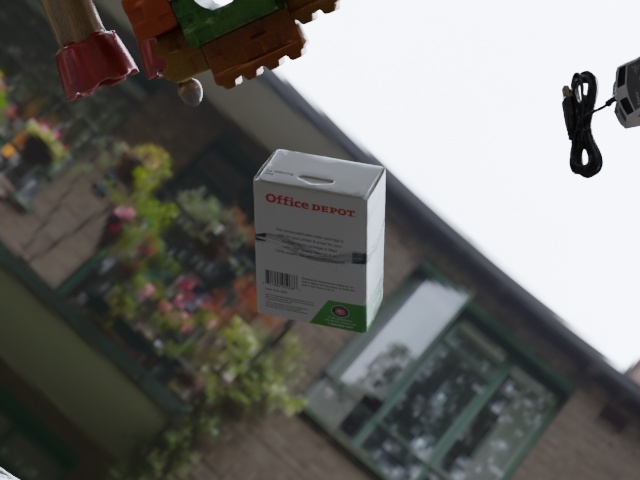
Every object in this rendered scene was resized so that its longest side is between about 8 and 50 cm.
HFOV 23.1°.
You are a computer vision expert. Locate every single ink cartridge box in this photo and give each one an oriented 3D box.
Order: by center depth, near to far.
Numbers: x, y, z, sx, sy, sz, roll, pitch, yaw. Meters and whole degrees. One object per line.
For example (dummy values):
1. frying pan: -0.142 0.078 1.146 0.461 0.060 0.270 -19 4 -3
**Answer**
1. ink cartridge box: 0.000 0.000 1.988 0.153 0.087 0.208 11 -54 15

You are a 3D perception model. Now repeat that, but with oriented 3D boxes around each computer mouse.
1. computer mouse: 0.309 -0.139 1.484 0.042 0.106 0.193 15 -28 -37

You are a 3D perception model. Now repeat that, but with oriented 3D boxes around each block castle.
1. block castle: -0.063 -0.293 1.719 0.453 0.303 0.212 -21 -86 22

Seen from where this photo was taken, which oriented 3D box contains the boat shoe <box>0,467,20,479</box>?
1. boat shoe: -0.300 0.211 1.244 0.088 0.096 0.267 23 2 32
